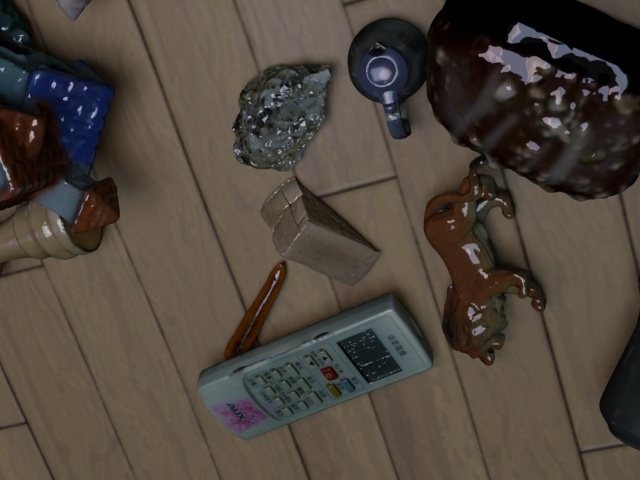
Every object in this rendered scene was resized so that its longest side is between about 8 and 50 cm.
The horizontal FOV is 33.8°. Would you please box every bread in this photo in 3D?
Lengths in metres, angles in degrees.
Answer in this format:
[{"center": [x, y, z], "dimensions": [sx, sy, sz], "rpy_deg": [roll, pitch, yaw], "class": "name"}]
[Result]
[{"center": [0.000, -0.011, 1.524], "dimensions": [0.152, 0.105, 0.077], "rpy_deg": [26, 117, -37], "class": "bread"}]

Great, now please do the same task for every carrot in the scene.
[{"center": [-0.094, 0.111, 1.581], "dimensions": [0.037, 0.037, 0.190], "rpy_deg": [29, 112, -3], "class": "carrot"}]

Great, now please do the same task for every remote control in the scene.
[{"center": [-0.012, 0.194, 1.573], "dimensions": [0.344, 0.050, 0.145], "rpy_deg": [-25, 125, 18], "class": "remote control"}]

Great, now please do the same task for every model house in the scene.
[{"center": [-0.401, -0.143, 1.355], "dimensions": [0.329, 0.295, 0.252], "rpy_deg": [30, 108, 8], "class": "model house"}]

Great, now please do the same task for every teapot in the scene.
[{"center": [0.498, 0.166, 1.448], "dimensions": [0.203, 0.171, 0.225], "rpy_deg": [-1, 108, -24], "class": "teapot"}, {"center": [0.082, -0.212, 1.382], "dimensions": [0.111, 0.108, 0.149], "rpy_deg": [16, 113, 5], "class": "teapot"}]

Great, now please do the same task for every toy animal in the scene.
[{"center": [0.213, 0.034, 1.470], "dimensions": [0.157, 0.097, 0.312], "rpy_deg": [-16, 107, 22], "class": "toy animal"}]

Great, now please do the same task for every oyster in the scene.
[{"center": [-0.056, -0.174, 1.448], "dimensions": [0.125, 0.064, 0.177], "rpy_deg": [18, 115, -2], "class": "oyster"}]

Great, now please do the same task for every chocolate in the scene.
[{"center": [0.283, -0.176, 1.309], "dimensions": [0.340, 0.225, 0.210], "rpy_deg": [22, 122, 0], "class": "chocolate"}]

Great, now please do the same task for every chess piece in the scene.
[{"center": [-0.522, 0.025, 1.580], "dimensions": [0.397, 0.117, 0.117], "rpy_deg": [-20, 107, 18], "class": "chess piece"}]

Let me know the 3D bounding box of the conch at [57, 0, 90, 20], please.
[{"center": [-0.317, -0.416, 1.379], "dimensions": [0.158, 0.127, 0.255], "rpy_deg": [12, 92, 36], "class": "conch"}]
